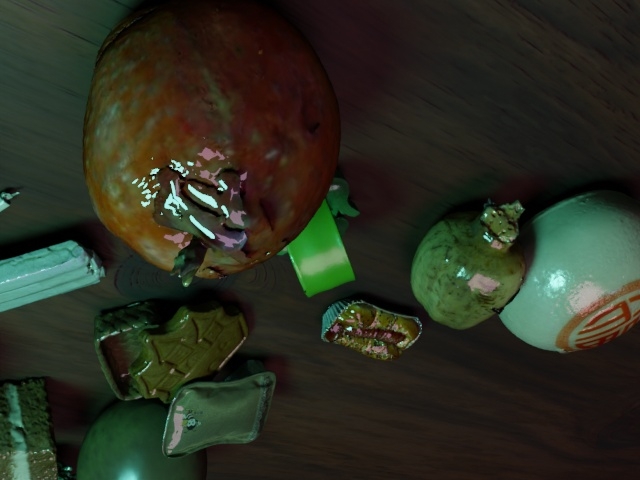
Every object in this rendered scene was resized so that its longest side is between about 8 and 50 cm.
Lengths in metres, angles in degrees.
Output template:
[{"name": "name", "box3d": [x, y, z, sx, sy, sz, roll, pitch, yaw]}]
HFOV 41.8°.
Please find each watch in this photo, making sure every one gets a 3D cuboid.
[{"name": "watch", "box3d": [0.000, 0.000, 1.081, 0.131, 0.152, 0.165, -21, 141, -2]}]

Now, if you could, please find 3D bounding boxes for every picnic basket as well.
[{"name": "picnic basket", "box3d": [-0.272, 0.163, 1.241, 0.110, 0.055, 0.193, -16, 144, -13]}]

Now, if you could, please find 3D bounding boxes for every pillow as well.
[{"name": "pillow", "box3d": [-0.155, 0.269, 1.316, 0.217, 0.033, 0.130, 4, 104, -49]}]

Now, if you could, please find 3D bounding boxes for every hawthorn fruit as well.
[{"name": "hawthorn fruit", "box3d": [-0.111, -0.075, 0.826, 0.276, 0.307, 0.276, -1, 142, 0]}]

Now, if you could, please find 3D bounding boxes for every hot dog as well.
[{"name": "hot dog", "box3d": [0.082, 0.148, 1.375, 0.191, 0.059, 0.108, 21, 123, -37]}]

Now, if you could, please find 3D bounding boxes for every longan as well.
[{"name": "longan", "box3d": [-0.284, 0.360, 1.360, 0.215, 0.246, 0.246, 22, 128, -25]}]

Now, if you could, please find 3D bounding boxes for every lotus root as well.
[{"name": "lotus root", "box3d": [0.212, 0.048, 1.223, 0.140, 0.154, 0.257, -37, 158, -32]}]

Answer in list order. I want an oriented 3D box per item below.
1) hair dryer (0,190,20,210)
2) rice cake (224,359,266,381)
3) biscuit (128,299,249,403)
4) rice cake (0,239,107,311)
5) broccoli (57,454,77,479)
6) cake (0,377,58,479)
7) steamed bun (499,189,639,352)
[{"name": "hair dryer", "box3d": [-0.400, -0.023, 0.983, 0.124, 0.038, 0.063, -33, 143, 6]}, {"name": "rice cake", "box3d": [-0.171, 0.287, 1.446, 0.042, 0.045, 0.245, 4, 137, -42]}, {"name": "biscuit", "box3d": [-0.194, 0.163, 1.222, 0.182, 0.034, 0.215, -50, 152, 3]}, {"name": "rice cake", "box3d": [-0.381, 0.050, 1.047, 0.211, 0.038, 0.124, -17, 164, -2]}, {"name": "broccoli", "box3d": [-0.540, 0.476, 1.402, 0.263, 0.247, 0.243, -40, -165, -35]}, {"name": "cake", "box3d": [-0.475, 0.298, 1.257, 0.147, 0.135, 0.134, -9, 141, -21]}, {"name": "steamed bun", "box3d": [0.409, 0.067, 1.293, 0.283, 0.177, 0.283, -18, 145, -13]}]
